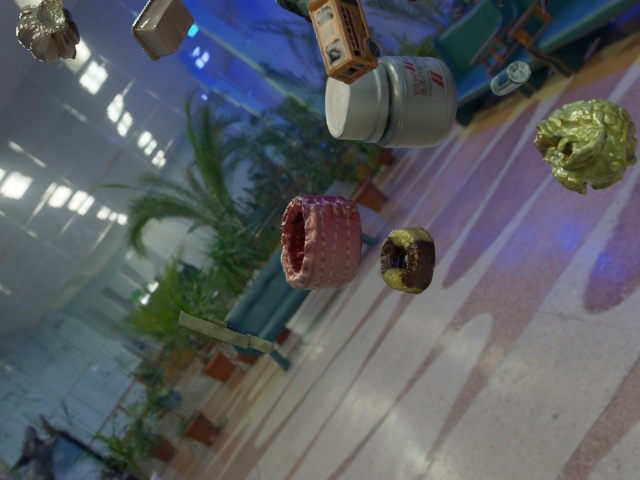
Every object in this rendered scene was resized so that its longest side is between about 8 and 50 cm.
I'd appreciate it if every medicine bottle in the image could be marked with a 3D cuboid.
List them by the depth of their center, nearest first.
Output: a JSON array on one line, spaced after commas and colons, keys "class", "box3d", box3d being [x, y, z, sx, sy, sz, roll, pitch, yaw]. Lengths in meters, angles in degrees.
[{"class": "medicine bottle", "box3d": [0.413, -0.353, 1.630, 0.051, 0.051, 0.191, -54, 1, 4]}, {"class": "medicine bottle", "box3d": [0.186, -0.372, 2.006, 0.245, 0.306, 0.245, 177, 90, -72]}]

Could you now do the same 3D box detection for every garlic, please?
[{"class": "garlic", "box3d": [-0.594, -0.453, 1.646, 0.127, 0.131, 0.194, -29, -2, -5]}]

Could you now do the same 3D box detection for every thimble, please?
[{"class": "thimble", "box3d": [-0.002, 0.005, 1.481, 0.163, 0.124, 0.190, -149, 62, -62]}]

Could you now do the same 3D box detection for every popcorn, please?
[{"class": "popcorn", "box3d": [0.405, -0.145, 1.122, 0.135, 0.141, 0.162, -35, 7, -2]}]

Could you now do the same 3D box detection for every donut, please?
[{"class": "donut", "box3d": [0.173, 0.040, 1.508, 0.140, 0.059, 0.141, -9, 78, 50]}]

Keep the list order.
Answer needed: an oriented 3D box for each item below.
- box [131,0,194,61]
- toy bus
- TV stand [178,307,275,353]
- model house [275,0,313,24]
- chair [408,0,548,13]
[{"class": "box", "box3d": [-0.312, -0.429, 1.488, 0.062, 0.089, 0.122, 4, 57, 34]}, {"class": "toy bus", "box3d": [0.035, -0.387, 1.340, 0.083, 0.195, 0.088, -26, -17, 38]}, {"class": "TV stand", "box3d": [-0.232, 0.223, 1.821, 0.042, 0.249, 0.036, -36, -37, -73]}, {"class": "model house", "box3d": [-0.051, -0.770, 2.212, 0.291, 0.253, 0.185, 47, 119, 45]}, {"class": "chair", "box3d": [0.344, -0.666, 1.754, 0.226, 0.400, 0.227, 10, -90, -74]}]
